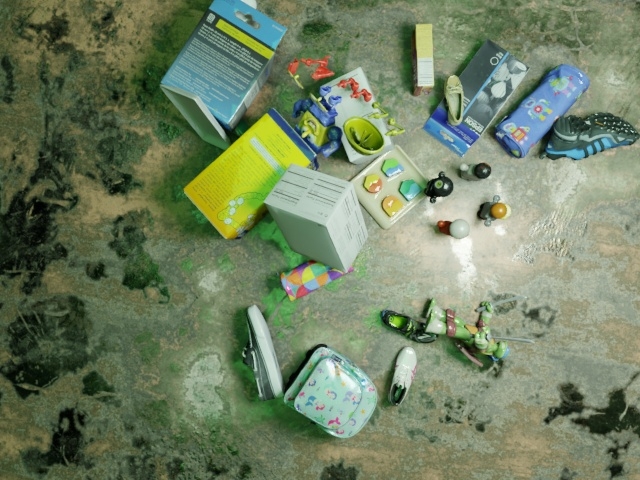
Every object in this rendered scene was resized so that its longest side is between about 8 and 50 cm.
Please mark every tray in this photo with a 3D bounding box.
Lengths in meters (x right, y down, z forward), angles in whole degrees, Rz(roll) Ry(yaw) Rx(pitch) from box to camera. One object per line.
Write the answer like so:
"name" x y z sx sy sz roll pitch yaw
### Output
"tray" -0.351 -0.360 1.457 0.145 0.270 0.030 28 77 24

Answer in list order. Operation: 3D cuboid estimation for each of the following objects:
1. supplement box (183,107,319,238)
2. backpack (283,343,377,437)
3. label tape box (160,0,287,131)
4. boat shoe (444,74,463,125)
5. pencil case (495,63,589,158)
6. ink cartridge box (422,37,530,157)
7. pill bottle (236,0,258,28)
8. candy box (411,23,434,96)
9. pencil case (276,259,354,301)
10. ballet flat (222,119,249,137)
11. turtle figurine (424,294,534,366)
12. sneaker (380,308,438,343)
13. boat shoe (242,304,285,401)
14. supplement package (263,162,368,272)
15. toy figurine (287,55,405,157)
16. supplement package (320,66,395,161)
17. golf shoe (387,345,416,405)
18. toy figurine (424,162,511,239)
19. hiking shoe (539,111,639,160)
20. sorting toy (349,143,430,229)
"supplement box" -0.198 -0.190 1.496 0.356 0.194 0.195 -42 88 2
"backpack" 0.042 0.462 1.491 0.253 0.191 0.225 36 86 -4
"label tape box" -0.281 -0.535 1.487 0.240 0.106 0.334 32 88 1
"boat shoe" 0.403 -0.425 1.481 0.056 0.048 0.153 -1 88 3
"pencil case" 0.661 -0.393 1.499 0.306 0.119 0.133 -46 69 2
"ink cartridge box" 0.481 -0.440 1.535 0.165 0.065 0.333 35 92 2
"pill bottle" -0.272 -0.762 1.539 0.121 0.121 0.221 -22 89 2
"candy box" 0.313 -0.551 1.519 0.053 0.109 0.187 -1 90 3
"pencil case" -0.016 0.099 1.535 0.236 0.104 0.105 -24 89 1
"ballet flat" -0.298 -0.398 1.574 0.068 0.072 0.213 -31 87 29
"turtle figurine" 0.460 0.233 1.468 0.266 0.275 0.198 19 56 6
"sneaker" 0.275 0.272 1.530 0.188 0.078 0.067 24 90 0
"boat shoe" -0.197 0.355 1.542 0.102 0.108 0.302 -16 96 1
"supplement package" -0.005 -0.058 1.390 0.204 0.262 0.145 21 66 27
"toy figurine" 0.034 -0.326 1.415 0.362 0.217 0.191 47 51 13
"supplement package" 0.116 -0.370 1.503 0.139 0.134 0.244 -21 89 15
"golf shoe" 0.258 0.422 1.527 0.067 0.086 0.186 15 89 4
"toy figurine" 0.436 -0.122 1.478 0.209 0.148 0.213 -21 93 -3
"hiking shoe" 0.819 -0.310 1.508 0.303 0.132 0.113 -1 53 -14
"sorting toy" 0.221 -0.169 1.555 0.208 0.038 0.193 -41 88 2
